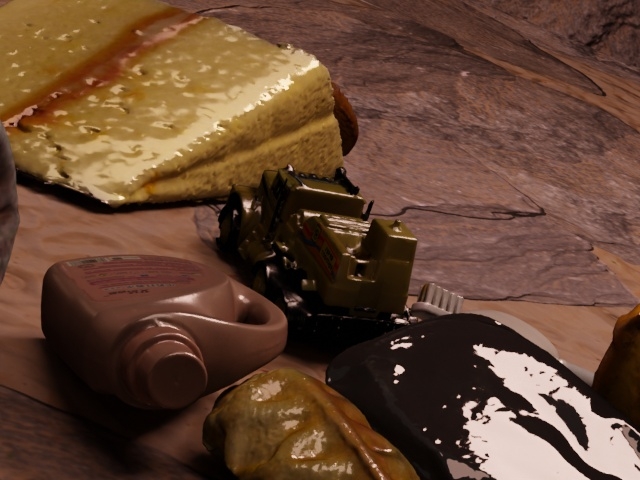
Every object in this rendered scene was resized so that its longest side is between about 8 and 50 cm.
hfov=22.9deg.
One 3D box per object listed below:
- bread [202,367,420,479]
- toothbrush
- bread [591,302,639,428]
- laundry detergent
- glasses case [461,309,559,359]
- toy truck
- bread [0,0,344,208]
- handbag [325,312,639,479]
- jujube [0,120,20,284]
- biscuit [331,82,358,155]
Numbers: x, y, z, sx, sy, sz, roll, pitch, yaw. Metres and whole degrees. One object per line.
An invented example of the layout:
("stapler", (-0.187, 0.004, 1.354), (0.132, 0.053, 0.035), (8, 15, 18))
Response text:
("bread", (0.012, 0.161, 1.052), (0.128, 0.088, 0.232), (15, 16, -40))
("toothbrush", (0.218, 0.114, 1.339), (0.342, 0.030, 0.025), (26, -24, -23))
("bread", (0.349, 0.114, 1.244), (0.268, 0.268, 0.146), (6, 26, -31))
("laundry detergent", (-0.099, 0.066, 1.138), (0.171, 0.076, 0.237), (-1, 11, -23))
("glasses case", (0.122, 0.105, 1.342), (0.092, 0.059, 0.233), (34, 26, 26))
("toy truck", (-0.002, 0.003, 1.426), (0.127, 0.127, 0.257), (8, 18, -23))
("bread", (-0.228, -0.104, 1.678), (0.346, 0.242, 0.405), (30, 55, 22))
("handbag", (0.161, 0.171, 1.139), (0.191, 0.075, 0.332), (-15, 44, -39))
("jujube", (-0.321, -0.015, 0.994), (0.215, 0.246, 0.308), (1, 9, 13))
("biscuit", (-0.041, -0.155, 1.795), (0.188, 0.188, 0.027), (22, 62, 11))
